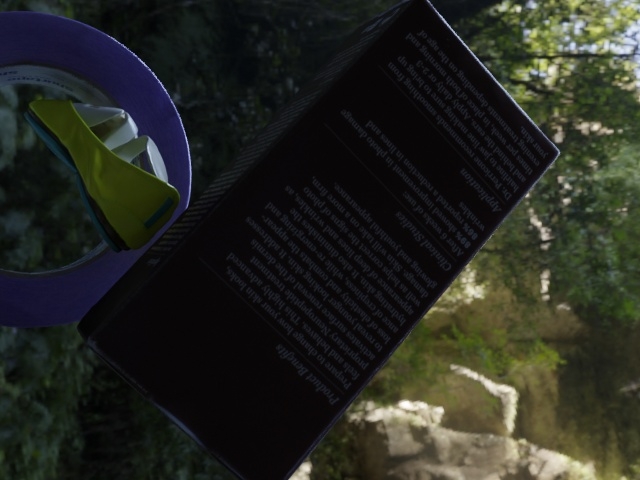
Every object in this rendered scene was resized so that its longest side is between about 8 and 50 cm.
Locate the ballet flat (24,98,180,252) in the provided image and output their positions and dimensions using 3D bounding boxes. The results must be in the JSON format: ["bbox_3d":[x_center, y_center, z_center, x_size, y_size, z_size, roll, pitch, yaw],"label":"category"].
[{"bbox_3d":[-0.182,-0.072,0.767,0.231,0.077,0.077,46,-8,45],"label":"ballet flat"}]

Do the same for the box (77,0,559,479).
[{"bbox_3d":[0.000,0.000,0.755,0.191,0.381,0.143,46,-14,-14],"label":"box"}]

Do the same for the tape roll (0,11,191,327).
[{"bbox_3d":[-0.261,-0.060,0.811,0.090,0.275,0.275,178,-95,-69],"label":"tape roll"}]
